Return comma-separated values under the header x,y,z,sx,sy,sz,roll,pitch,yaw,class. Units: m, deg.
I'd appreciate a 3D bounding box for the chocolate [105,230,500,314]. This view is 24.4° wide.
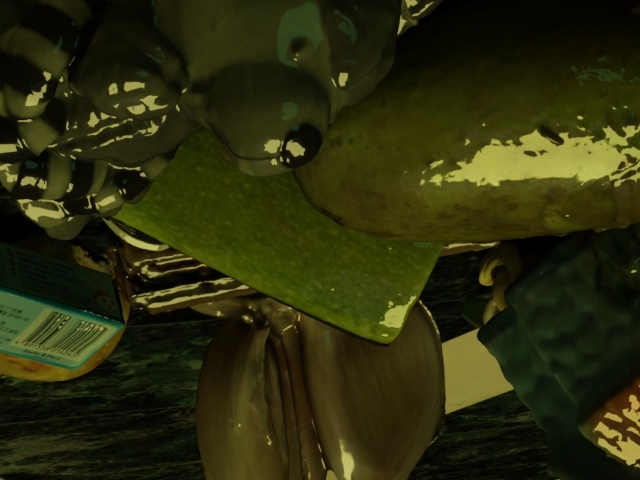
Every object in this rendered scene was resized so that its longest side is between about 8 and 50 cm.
x,y,z,sx,sy,sz,roll,pitch,yaw,class
0.001,0.004,1.144,0.329,0.065,0.102,-10,161,-7,chocolate

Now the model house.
x,y,z,sx,sy,sz,roll,pitch,yaw,class
0.364,0.147,1.223,0.297,0.339,0.360,-37,151,26,model house

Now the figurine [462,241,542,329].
x,y,z,sx,sy,sz,roll,pitch,yaw,class
0.175,0.047,1.376,0.083,0.083,0.187,-9,174,-4,figurine

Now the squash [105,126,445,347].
x,y,z,sx,sy,sz,roll,pitch,yaw,class
-0.027,-0.059,1.014,0.252,0.169,0.093,27,152,-3,squash

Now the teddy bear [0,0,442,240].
x,y,z,sx,sy,sz,roll,pitch,yaw,class
-0.064,-0.097,0.701,0.251,0.144,0.171,-20,145,19,teddy bear

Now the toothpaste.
x,y,z,sx,sy,sz,roll,pitch,yaw,class
-0.258,0.027,1.014,0.267,0.050,0.065,20,130,-42,toothpaste

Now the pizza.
x,y,z,sx,sy,sz,roll,pitch,yaw,class
-0.220,0.063,1.175,0.188,0.080,0.204,5,154,-37,pizza

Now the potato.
x,y,z,sx,sy,sz,roll,pitch,yaw,class
0.127,-0.076,0.869,0.298,0.141,0.176,-4,147,7,potato

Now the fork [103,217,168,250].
x,y,z,sx,sy,sz,roll,pitch,yaw,class
-0.066,0.005,1.073,0.219,0.028,0.034,16,-171,-24,fork

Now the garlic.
x,y,z,sx,sy,sz,roll,pitch,yaw,class
-0.004,0.138,1.282,0.210,0.292,0.237,-8,-158,14,garlic
